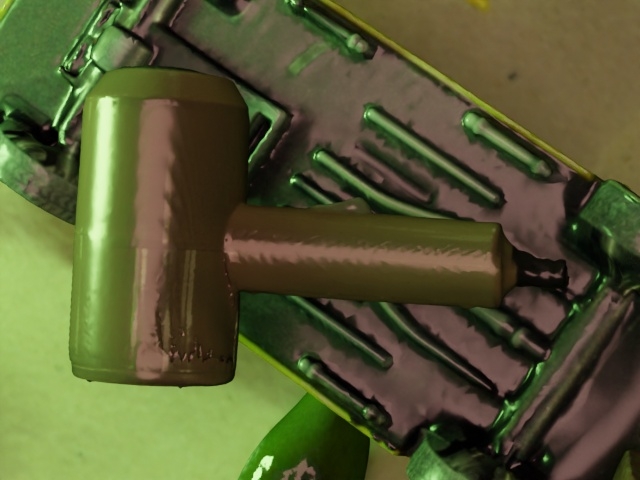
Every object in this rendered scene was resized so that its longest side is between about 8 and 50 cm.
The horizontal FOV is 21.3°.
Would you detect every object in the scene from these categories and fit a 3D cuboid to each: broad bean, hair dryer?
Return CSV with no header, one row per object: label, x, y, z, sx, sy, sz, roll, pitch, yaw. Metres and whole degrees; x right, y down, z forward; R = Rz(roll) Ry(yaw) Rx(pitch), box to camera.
broad bean,-0.027,0.175,0.764,0.065,0.046,0.254,12,89,2
hair dryer,0.000,0.000,0.620,0.182,0.064,0.117,4,90,6

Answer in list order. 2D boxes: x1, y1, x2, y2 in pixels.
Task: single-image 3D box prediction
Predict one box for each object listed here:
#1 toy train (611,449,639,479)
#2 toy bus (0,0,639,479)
toy train,0.170,0.232,0.639,0.222,0.150,0.304,17,106,-11
toy bus,0.016,-0.013,0.719,0.330,0.152,0.144,36,97,11
